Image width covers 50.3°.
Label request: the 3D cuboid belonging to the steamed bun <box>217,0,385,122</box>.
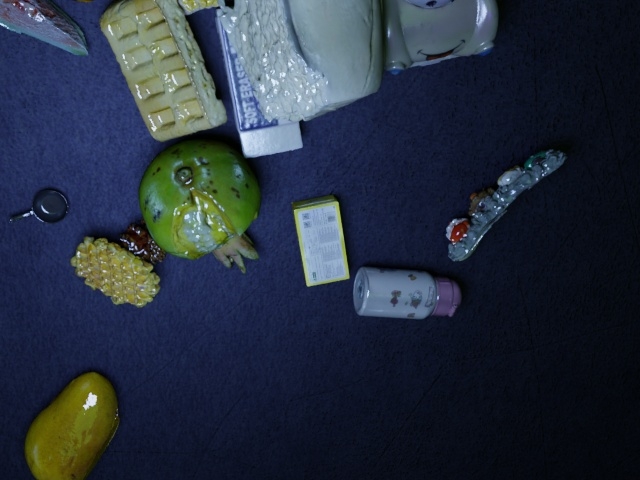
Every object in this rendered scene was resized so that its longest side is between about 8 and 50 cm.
[{"bbox_3d":[-0.009,-0.341,1.141,0.273,0.272,0.291,-16,114,-9],"label":"steamed bun"}]

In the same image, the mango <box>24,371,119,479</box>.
[{"bbox_3d":[-0.521,0.401,1.449,0.167,0.130,0.262,34,93,-14],"label":"mango"}]

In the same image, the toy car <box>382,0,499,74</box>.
[{"bbox_3d":[0.200,-0.486,1.236,0.242,0.226,0.336,-14,109,-6],"label":"toy car"}]

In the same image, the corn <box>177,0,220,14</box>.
[{"bbox_3d":[-0.249,-0.556,1.192,0.123,0.122,0.305,-2,109,23],"label":"corn"}]

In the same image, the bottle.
[{"bbox_3d":[0.195,0.118,1.500,0.233,0.110,0.110,4,107,-12],"label":"bottle"}]

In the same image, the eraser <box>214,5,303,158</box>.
[{"bbox_3d":[-0.118,-0.309,1.311,0.124,0.081,0.279,-12,110,-8],"label":"eraser"}]

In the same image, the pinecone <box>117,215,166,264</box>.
[{"bbox_3d":[-0.351,0.006,1.364,0.109,0.102,0.102,-31,112,17],"label":"pinecone"}]

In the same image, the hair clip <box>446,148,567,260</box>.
[{"bbox_3d":[0.380,-0.088,1.468,0.321,0.138,0.091,-46,80,7],"label":"hair clip"}]

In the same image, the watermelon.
[{"bbox_3d":[-0.496,-0.391,1.212,0.180,0.094,0.081,19,101,-32],"label":"watermelon"}]

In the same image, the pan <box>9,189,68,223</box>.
[{"bbox_3d":[-0.553,-0.061,1.340,0.115,0.023,0.069,-19,112,-7],"label":"pan"}]

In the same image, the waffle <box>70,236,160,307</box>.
[{"bbox_3d":[-0.408,0.066,1.358,0.191,0.038,0.191,12,134,13],"label":"waffle"}]

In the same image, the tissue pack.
[{"bbox_3d":[0.000,0.000,1.448,0.095,0.062,0.176,-12,111,-5],"label":"tissue pack"}]

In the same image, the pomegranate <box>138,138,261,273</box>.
[{"bbox_3d":[-0.214,-0.057,1.324,0.236,0.236,0.302,-29,144,0],"label":"pomegranate"}]

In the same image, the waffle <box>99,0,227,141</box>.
[{"bbox_3d":[-0.290,-0.315,1.244,0.168,0.057,0.274,-6,116,35],"label":"waffle"}]
